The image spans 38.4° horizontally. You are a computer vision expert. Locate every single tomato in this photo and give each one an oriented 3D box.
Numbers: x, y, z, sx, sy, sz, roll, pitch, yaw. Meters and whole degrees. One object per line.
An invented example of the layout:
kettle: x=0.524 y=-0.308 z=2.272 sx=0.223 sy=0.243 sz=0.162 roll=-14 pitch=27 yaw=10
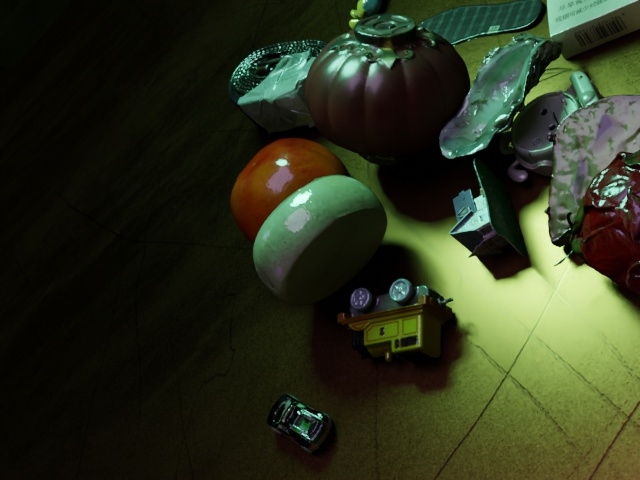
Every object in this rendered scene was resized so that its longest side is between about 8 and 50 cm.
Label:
tomato: x=-0.065 y=-0.089 z=1.771 sx=0.260 sy=0.180 sz=0.260 roll=-41 pitch=19 yaw=18

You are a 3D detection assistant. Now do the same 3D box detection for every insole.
insole: x=0.306 y=-0.435 z=1.842 sx=0.309 sy=0.012 sz=0.110 roll=4 pitch=62 yaw=45

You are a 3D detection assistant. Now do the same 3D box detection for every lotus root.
lotus root: x=0.433 y=-0.125 z=1.397 sx=0.260 sy=0.074 sz=0.170 roll=-33 pitch=69 yaw=24

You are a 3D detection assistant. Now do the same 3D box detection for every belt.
belt: x=-0.074 y=-0.347 z=2.009 sx=0.289 sy=0.164 sz=0.184 roll=-1 pitch=54 yaw=39

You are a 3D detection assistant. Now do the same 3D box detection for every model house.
model house: x=0.259 y=-0.035 z=1.502 sx=0.088 sy=0.117 sz=0.167 roll=-31 pitch=46 yaw=27

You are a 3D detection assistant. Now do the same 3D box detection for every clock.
clock: x=0.386 y=-0.182 z=1.534 sx=0.191 sy=0.062 sz=0.152 roll=-31 pitch=43 yaw=23

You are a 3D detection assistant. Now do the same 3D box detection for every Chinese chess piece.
Chinese chess piece: x=0.000 y=0.000 z=1.607 sx=0.250 sy=0.250 sz=0.101 roll=-45 pitch=64 yaw=7

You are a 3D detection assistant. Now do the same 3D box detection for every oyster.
oyster: x=0.300 y=-0.247 z=1.566 sx=0.199 sy=0.087 sz=0.252 roll=-22 pitch=36 yaw=40

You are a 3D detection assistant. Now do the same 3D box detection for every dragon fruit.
dragon fruit: x=0.444 y=-0.008 z=1.255 sx=0.293 sy=0.233 sz=0.234 roll=-36 pitch=38 yaw=46

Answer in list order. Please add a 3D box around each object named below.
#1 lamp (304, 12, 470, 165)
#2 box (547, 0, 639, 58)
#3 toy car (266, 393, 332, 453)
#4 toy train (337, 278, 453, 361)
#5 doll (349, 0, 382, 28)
lamp: x=0.122 y=-0.276 z=1.689 sx=0.303 sy=0.257 sz=0.303 roll=-2 pitch=32 yaw=2
box: x=0.491 y=-0.465 z=1.648 sx=0.164 sy=0.069 sz=0.257 roll=-19 pitch=50 yaw=32
toy car: x=-0.040 y=0.306 z=1.560 sx=0.142 sy=0.055 sz=0.069 roll=19 pitch=71 yaw=47
toy train: x=0.122 y=0.139 z=1.515 sx=0.219 sy=0.089 sz=0.127 roll=-15 pitch=61 yaw=34
doll: x=0.111 y=-0.566 z=2.072 sx=0.088 sy=0.102 sz=0.179 roll=31 pitch=75 yaw=7
